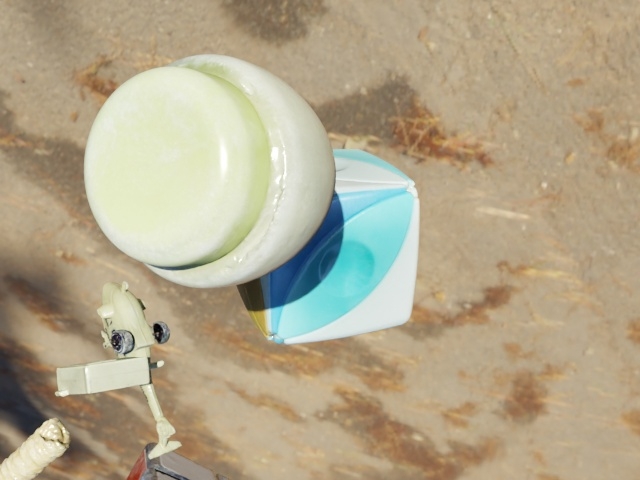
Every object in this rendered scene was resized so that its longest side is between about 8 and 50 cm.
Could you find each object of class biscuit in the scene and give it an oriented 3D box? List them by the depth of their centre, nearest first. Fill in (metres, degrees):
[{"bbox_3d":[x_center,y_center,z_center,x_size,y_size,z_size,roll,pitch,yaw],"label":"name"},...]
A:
[{"bbox_3d":[-0.479,0.363,1.428,0.219,0.061,0.055,-40,153,14],"label":"biscuit"}]

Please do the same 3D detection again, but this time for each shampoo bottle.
[{"bbox_3d":[-0.143,-0.094,1.288,0.323,0.322,0.317,0,178,30],"label":"shampoo bottle"}]

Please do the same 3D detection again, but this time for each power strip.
[{"bbox_3d":[-0.291,0.189,1.299,0.075,0.042,0.175,-10,175,39],"label":"power strip"}]

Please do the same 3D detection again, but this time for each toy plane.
[{"bbox_3d":[-0.287,0.196,1.442,0.092,0.286,0.108,-11,160,-48],"label":"toy plane"}]

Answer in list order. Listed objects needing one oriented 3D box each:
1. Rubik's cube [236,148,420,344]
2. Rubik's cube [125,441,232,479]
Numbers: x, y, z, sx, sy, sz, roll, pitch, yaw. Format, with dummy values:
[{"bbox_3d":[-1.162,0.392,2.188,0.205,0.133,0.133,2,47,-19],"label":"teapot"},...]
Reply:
[{"bbox_3d":[0.000,0.000,2.015,0.352,0.352,0.347,-5,110,-15],"label":"Rubik's cube"},{"bbox_3d":[-0.251,0.606,1.678,0.318,0.316,0.313,30,180,-13],"label":"Rubik's cube"}]
